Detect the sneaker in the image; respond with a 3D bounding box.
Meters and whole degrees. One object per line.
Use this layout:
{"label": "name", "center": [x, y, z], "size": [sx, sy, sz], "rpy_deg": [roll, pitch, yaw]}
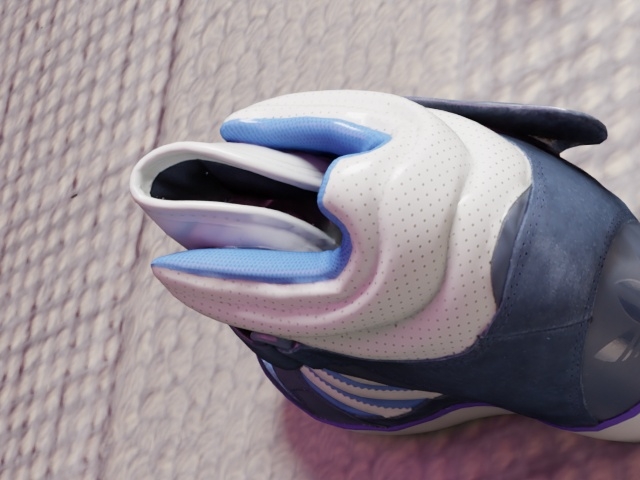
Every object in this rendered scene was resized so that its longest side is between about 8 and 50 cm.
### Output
{"label": "sneaker", "center": [0.000, 0.000, 0.882], "size": [0.323, 0.236, 0.130], "rpy_deg": [4, 71, 56]}
